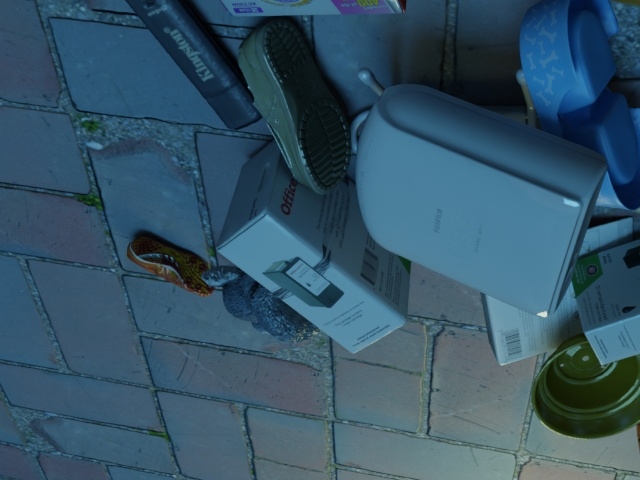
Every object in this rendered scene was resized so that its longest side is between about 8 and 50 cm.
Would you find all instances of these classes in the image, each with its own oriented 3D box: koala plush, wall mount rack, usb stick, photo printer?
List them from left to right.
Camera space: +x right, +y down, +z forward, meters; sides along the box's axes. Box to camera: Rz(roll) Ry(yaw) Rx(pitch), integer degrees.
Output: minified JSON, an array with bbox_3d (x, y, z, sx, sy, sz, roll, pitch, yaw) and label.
[{"bbox_3d":[-0.177,-0.268,1.474,0.077,0.045,0.278,-13,131,32],"label":"usb stick"},{"bbox_3d":[-0.090,0.085,1.757,0.221,0.203,0.196,-11,134,46],"label":"koala plush"},{"bbox_3d":[0.190,-0.144,1.423,0.350,0.130,0.304,2,135,16],"label":"wall mount rack"},{"bbox_3d":[0.185,-0.055,1.308,0.308,0.107,0.256,25,145,18],"label":"photo printer"}]

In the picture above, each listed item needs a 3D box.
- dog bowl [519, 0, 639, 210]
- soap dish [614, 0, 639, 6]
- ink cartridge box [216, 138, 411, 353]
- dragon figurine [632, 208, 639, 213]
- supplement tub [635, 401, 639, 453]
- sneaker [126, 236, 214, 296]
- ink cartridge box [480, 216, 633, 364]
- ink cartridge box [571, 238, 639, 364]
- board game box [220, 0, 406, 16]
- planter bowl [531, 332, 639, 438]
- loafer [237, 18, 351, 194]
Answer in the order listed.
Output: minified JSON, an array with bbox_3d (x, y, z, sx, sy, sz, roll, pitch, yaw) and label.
[{"bbox_3d":[0.331,-0.172,1.286,0.074,0.166,0.297,-7,117,38],"label":"dog bowl"},{"bbox_3d":[0.418,-0.367,1.094,0.229,0.118,0.290,14,139,4],"label":"soap dish"},{"bbox_3d":[0.000,0.000,1.583,0.289,0.211,0.122,39,127,-23],"label":"ink cartridge box"},{"bbox_3d":[0.471,-0.098,1.391,0.289,0.144,0.085,-24,148,9],"label":"dragon figurine"},{"bbox_3d":[0.698,0.307,1.712,0.316,0.193,0.193,-5,135,26],"label":"supplement tub"},{"bbox_3d":[-0.269,0.046,1.871,0.175,0.064,0.067,32,158,-10],"label":"sneaker"},{"bbox_3d":[0.379,0.070,1.660,0.239,0.060,0.275,-17,134,1],"label":"ink cartridge box"},{"bbox_3d":[0.489,0.075,1.522,0.208,0.153,0.087,-21,129,19],"label":"ink cartridge box"},{"bbox_3d":[-0.045,-0.363,1.199,0.242,0.064,0.316,3,165,16],"label":"board game box"},{"bbox_3d":[0.447,0.219,1.703,0.217,0.090,0.217,-1,122,-2],"label":"planter bowl"},{"bbox_3d":[-0.037,-0.190,1.472,0.092,0.102,0.268,14,132,50],"label":"loafer"}]
